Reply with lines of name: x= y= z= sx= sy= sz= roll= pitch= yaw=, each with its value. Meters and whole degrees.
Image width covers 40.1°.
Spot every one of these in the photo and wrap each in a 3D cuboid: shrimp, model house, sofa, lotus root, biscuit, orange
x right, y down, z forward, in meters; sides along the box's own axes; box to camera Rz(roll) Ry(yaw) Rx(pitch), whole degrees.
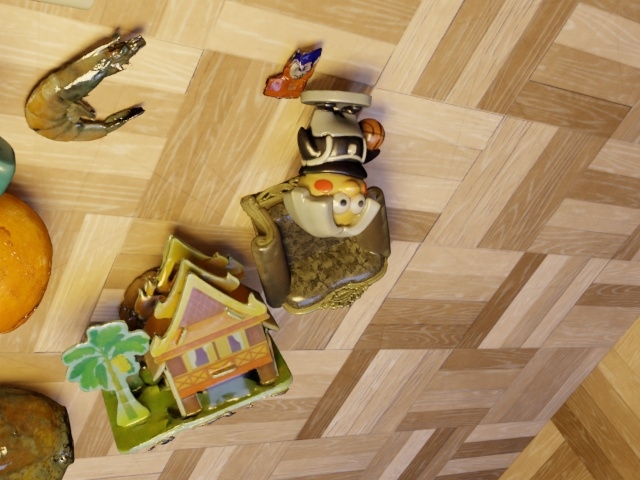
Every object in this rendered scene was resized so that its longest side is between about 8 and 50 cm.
shrimp: x=-0.321 y=-0.212 z=1.272 sx=0.217 sy=0.051 sz=0.150 roll=-33 pitch=145 yaw=13
model house: x=-0.268 y=0.147 z=1.525 sx=0.358 sy=0.242 sz=0.313 roll=-21 pitch=124 yaw=-10
sofa: x=0.000 y=0.000 z=1.591 sx=0.258 sy=0.182 sz=0.200 roll=-23 pitch=139 yaw=-10
lotus root: x=-0.612 y=0.383 z=1.553 sx=0.346 sy=0.250 sz=0.250 roll=-12 pitch=137 yaw=-22
biscuit: x=-0.272 y=0.123 z=1.654 sx=0.226 sy=0.042 sz=0.226 roll=-19 pitch=140 yaw=-17
orange: x=-0.504 y=0.032 z=1.254 sx=0.240 sy=0.240 sz=0.240 roll=-18 pitch=139 yaw=-17

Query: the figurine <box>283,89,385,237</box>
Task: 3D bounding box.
figurine: x=0.029 y=-0.122 z=1.445 sx=0.176 sy=0.133 sz=0.236 roll=2 pitch=93 yaw=-34

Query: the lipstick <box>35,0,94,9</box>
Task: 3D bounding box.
lipstick: x=-0.403 y=-0.337 z=1.066 sx=0.254 sy=0.070 sz=0.070 roll=2 pitch=130 yaw=-34

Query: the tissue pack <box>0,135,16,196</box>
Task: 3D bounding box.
tissue pack: x=-0.506 y=-0.123 z=1.050 sx=0.206 sy=0.287 sz=0.198 roll=-40 pitch=143 yaw=11

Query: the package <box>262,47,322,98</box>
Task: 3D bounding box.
package: x=-0.042 y=-0.268 z=1.404 sx=0.077 sy=0.033 sz=0.110 roll=-25 pitch=163 yaw=-42
